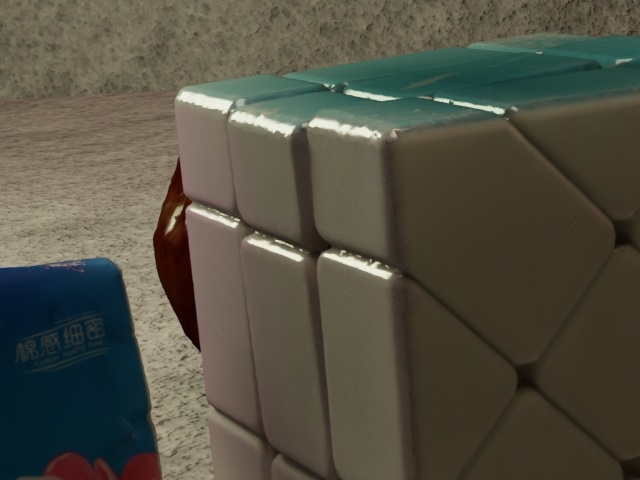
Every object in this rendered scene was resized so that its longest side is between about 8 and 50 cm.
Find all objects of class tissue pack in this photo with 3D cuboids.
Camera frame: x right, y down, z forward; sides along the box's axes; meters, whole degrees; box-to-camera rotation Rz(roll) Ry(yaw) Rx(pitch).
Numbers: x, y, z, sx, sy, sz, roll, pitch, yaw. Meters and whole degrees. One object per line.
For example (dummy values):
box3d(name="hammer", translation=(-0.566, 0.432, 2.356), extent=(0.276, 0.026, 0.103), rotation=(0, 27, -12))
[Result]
box3d(name="tissue pack", translation=(-0.250, 0.114, 1.189), extent=(0.269, 0.209, 0.137), rotation=(-2, -18, -31))

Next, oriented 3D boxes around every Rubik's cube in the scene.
box3d(name="Rubik's cube", translation=(0.115, 0.042, 1.212), extent=(0.322, 0.319, 0.316), rotation=(-10, 14, -24))

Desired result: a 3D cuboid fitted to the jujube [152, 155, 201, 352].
box3d(name="jujube", translation=(-0.002, -0.001, 1.544), extent=(0.276, 0.276, 0.377), rotation=(-7, 9, -8))
